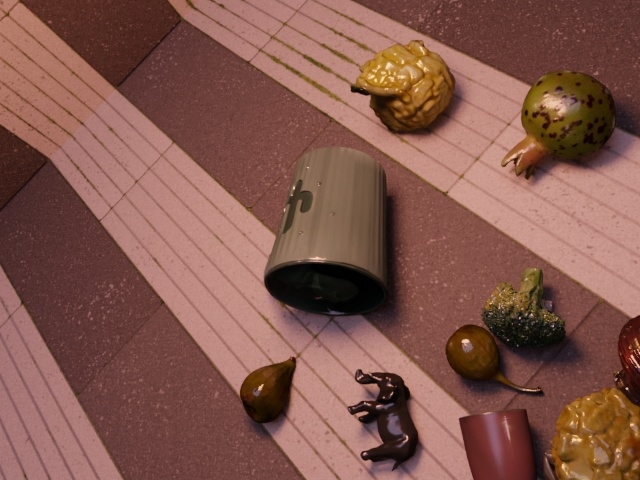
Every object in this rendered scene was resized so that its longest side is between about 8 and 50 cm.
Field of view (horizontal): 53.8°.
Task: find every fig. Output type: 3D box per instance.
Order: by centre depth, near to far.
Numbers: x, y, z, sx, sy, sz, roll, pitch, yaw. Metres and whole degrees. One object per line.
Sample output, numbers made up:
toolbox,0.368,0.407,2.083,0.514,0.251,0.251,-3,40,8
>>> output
fig,0.401,0.291,1.460,0.236,0.124,0.124,34,83,12
fig,-0.138,0.388,1.673,0.127,0.133,0.185,-27,16,30

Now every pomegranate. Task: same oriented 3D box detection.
pomegranate,0.609,-0.278,1.589,0.231,0.231,0.286,27,108,34

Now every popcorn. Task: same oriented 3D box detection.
popcorn,0.560,0.411,1.220,0.217,0.181,0.235,23,63,23
popcorn,0.241,-0.447,1.826,0.293,0.293,0.237,23,83,34

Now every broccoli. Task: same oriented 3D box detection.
broccoli,0.472,0.151,1.454,0.220,0.194,0.194,-16,54,54

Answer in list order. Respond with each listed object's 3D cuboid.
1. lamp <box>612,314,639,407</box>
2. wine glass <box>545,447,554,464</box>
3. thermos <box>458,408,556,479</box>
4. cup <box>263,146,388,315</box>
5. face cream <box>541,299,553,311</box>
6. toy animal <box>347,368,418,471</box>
lamp,0.701,0.247,1.244,0.247,0.247,0.247,-12,60,21
wine glass,0.518,0.464,1.334,0.083,0.039,0.042,10,81,34
thermos,0.401,0.495,1.322,0.176,0.146,0.265,-12,69,7
cup,-0.007,-0.013,1.690,0.401,0.310,0.392,-5,58,22
face cream,0.498,0.151,1.515,0.115,0.020,0.038,5,72,30
toy animal,0.153,0.417,1.509,0.146,0.114,0.245,-25,78,21
